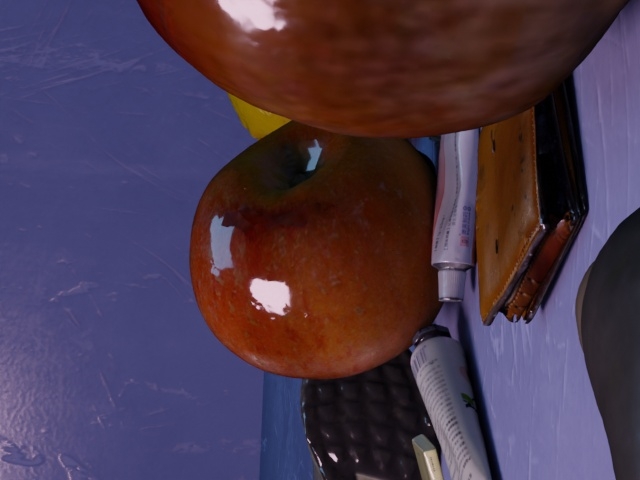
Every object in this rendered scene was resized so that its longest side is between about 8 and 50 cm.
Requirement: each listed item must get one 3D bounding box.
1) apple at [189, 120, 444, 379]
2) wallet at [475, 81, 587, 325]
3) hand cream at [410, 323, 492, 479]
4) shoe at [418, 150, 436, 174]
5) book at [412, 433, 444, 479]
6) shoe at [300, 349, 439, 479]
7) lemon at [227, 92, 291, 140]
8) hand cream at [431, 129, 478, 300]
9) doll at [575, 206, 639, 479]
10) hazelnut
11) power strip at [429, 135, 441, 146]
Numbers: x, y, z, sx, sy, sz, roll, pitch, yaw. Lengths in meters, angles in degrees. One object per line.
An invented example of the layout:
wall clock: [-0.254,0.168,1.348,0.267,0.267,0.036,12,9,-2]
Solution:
apple: [0.000,0.000,1.730,0.253,0.254,0.253,-178,90,-83]
wallet: [0.155,-0.052,1.383,0.161,0.042,0.195,110,164,-55]
hand cream: [0.118,0.162,1.601,0.234,0.050,0.080,-102,16,-49]
shoe: [0.091,-0.068,1.856,0.062,0.053,0.159,-40,66,41]
book: [0.105,0.232,1.648,0.077,0.014,0.111,-146,40,-84]
shoe: [0.052,0.254,1.840,0.171,0.132,0.336,81,-173,-76]
lemon: [-0.011,-0.213,2.132,0.204,0.204,0.260,-106,33,-70]
hand cream: [0.121,-0.050,1.664,0.052,0.038,0.216,-5,76,40]
doll: [0.146,0.171,0.879,0.378,0.252,0.382,-56,9,-4]
hazelnut: [0.053,-0.259,1.178,0.409,0.359,0.359,106,165,-48]
power strip: [0.116,-0.110,1.738,0.083,0.035,0.055,-94,9,-58]
